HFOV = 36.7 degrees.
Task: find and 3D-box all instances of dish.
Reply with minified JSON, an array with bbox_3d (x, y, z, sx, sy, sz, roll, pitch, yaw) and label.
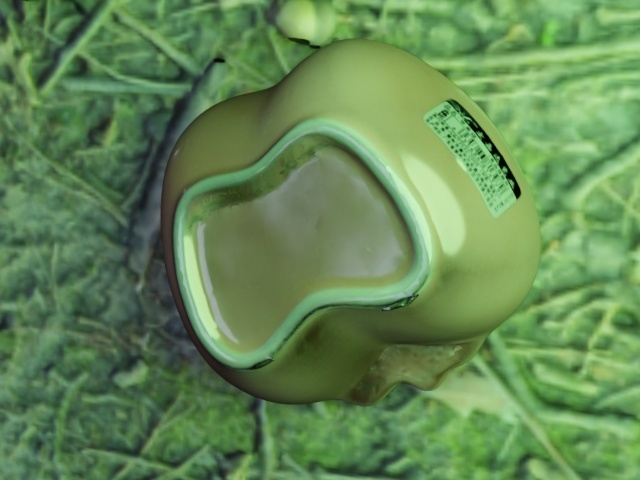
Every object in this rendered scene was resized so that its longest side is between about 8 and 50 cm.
[{"bbox_3d":[0.000,0.000,0.498,0.213,0.090,0.213,3,97,21],"label":"dish"}]
